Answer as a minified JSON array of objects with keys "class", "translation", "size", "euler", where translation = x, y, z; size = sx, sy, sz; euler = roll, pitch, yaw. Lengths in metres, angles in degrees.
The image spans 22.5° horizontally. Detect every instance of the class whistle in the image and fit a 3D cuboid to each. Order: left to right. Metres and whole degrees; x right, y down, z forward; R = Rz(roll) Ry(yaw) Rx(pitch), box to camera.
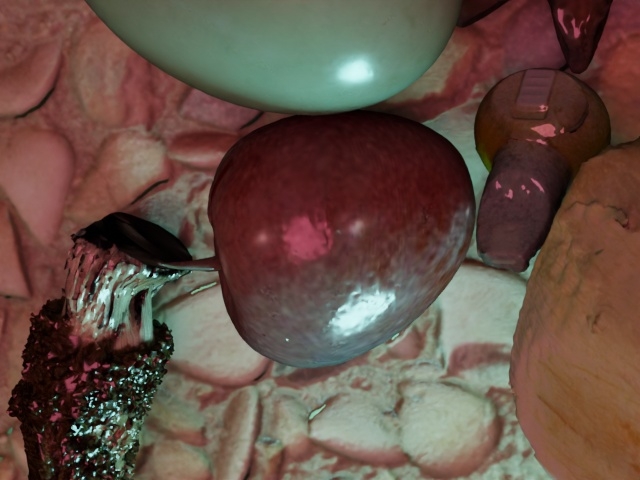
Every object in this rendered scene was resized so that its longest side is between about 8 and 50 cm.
[{"class":"whistle","translation":[0.183,-0.058,1.379],"size":[0.123,0.223,0.123],"euler":[13,145,9]}]

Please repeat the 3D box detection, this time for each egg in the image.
[{"class":"egg","translation":[-0.061,-0.258,1.311],"size":[0.389,0.276,0.276],"euler":[32,105,14]}]

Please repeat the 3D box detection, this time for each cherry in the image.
[{"class":"cherry","translation":[0.000,0.000,1.384],"size":[0.285,0.236,0.213],"euler":[-13,85,-16]}]

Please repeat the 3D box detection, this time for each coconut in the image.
[{"class":"coconut","translation":[0.341,0.072,1.299],"size":[0.404,0.404,0.405],"euler":[2,102,8]}]

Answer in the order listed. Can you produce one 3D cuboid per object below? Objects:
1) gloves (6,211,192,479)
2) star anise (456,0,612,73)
[{"class":"gloves","translation":[-0.210,0.128,1.470],"size":[0.135,0.210,0.312],"euler":[13,97,-10]},{"class":"star anise","translation":[0.218,-0.301,1.352],"size":[0.315,0.108,0.315],"euler":[2,110,6]}]
